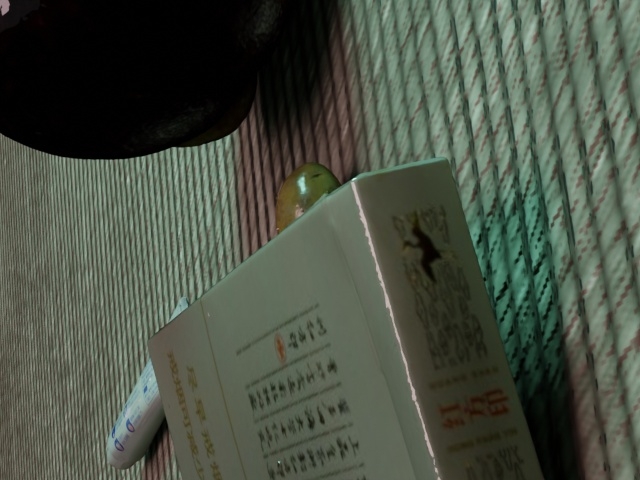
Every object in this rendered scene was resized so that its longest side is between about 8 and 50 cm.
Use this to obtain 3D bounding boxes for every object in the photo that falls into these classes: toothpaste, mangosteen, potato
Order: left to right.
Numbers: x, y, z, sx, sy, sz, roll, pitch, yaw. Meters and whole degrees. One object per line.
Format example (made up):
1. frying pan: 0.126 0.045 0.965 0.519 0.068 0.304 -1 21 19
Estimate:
1. mangosteen: -0.113 -0.143 0.966 0.265 0.228 0.228 48 -152 -58
2. toothpaste: -0.128 0.119 1.251 0.218 0.033 0.052 121 140 -51
3. potato: 0.000 0.000 0.861 0.051 0.040 0.083 -34 60 56

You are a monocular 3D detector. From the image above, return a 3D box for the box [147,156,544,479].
1. box: 0.001 0.106 0.788 0.365 0.051 0.204 144 112 -67
